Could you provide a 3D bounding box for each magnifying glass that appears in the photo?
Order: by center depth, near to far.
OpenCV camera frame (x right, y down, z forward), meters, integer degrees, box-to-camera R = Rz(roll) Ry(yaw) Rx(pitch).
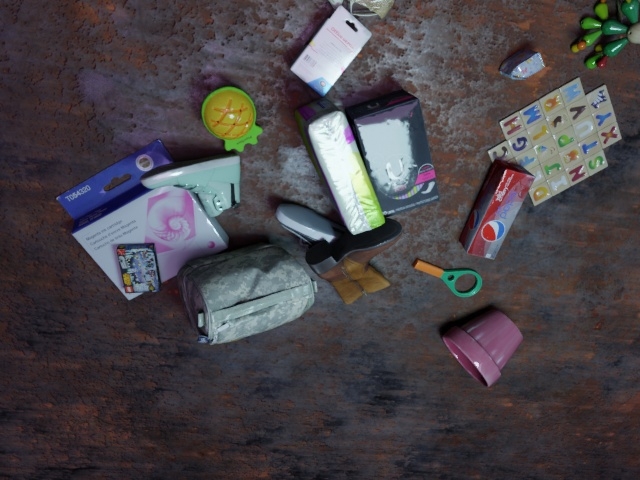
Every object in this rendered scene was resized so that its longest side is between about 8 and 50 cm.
[{"bbox_3d":[0.383,0.106,1.536,0.231,0.026,0.092,20,112,-18],"label":"magnifying glass"}]

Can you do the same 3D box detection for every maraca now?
[{"bbox_3d":[-0.212,-0.291,1.235,0.127,0.099,0.185,-26,141,2],"label":"maraca"}]

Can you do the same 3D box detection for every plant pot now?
[{"bbox_3d":[0.509,0.315,1.568,0.180,0.201,0.201,-39,115,-6],"label":"plant pot"}]

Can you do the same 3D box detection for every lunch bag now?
[{"bbox_3d":[0.495,-0.430,1.262,0.083,0.071,0.053,-30,119,5],"label":"lunch bag"},{"bbox_3d":[-0.192,0.138,1.290,0.305,0.256,0.212,-15,100,-26],"label":"lunch bag"}]

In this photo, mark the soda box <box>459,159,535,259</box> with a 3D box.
[{"bbox_3d":[0.483,-0.083,1.414,0.092,0.083,0.263,13,116,-10],"label":"soda box"}]

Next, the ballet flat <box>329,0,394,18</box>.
[{"bbox_3d":[0.065,-0.552,1.156,0.206,0.073,0.067,13,128,-9],"label":"ballet flat"}]

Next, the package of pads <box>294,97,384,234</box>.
[{"bbox_3d":[0.041,-0.185,1.239,0.101,0.229,0.296,-24,115,0],"label":"package of pads"}]

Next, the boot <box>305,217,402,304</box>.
[{"bbox_3d":[0.132,0.072,1.365,0.264,0.096,0.280,-29,140,12],"label":"boot"}]

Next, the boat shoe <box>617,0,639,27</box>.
[{"bbox_3d":[0.749,-0.584,1.238,0.056,0.048,0.152,-6,112,21],"label":"boat shoe"}]

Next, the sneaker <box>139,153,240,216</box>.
[{"bbox_3d":[-0.304,-0.120,1.249,0.256,0.094,0.151,-17,113,-34],"label":"sneaker"}]

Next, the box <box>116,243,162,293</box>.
[{"bbox_3d":[-0.475,0.075,1.340,0.094,0.027,0.137,-3,118,-4],"label":"box"}]

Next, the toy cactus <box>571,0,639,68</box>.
[{"bbox_3d":[0.712,-0.506,1.209,0.181,0.112,0.218,25,127,24],"label":"toy cactus"}]

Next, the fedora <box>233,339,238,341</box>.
[{"bbox_3d":[-0.273,0.206,1.473,0.195,0.079,0.194,-7,117,-13],"label":"fedora"}]

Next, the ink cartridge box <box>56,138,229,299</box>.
[{"bbox_3d":[-0.465,-0.043,1.338,0.324,0.071,0.330,-28,117,7],"label":"ink cartridge box"}]

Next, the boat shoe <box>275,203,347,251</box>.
[{"bbox_3d":[-0.001,-0.002,1.390,0.306,0.113,0.105,20,119,-32],"label":"boat shoe"}]

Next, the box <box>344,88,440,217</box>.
[{"bbox_3d":[0.182,-0.218,1.287,0.165,0.143,0.270,-19,116,2],"label":"box"}]

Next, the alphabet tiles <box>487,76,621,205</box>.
[{"bbox_3d":[0.642,-0.262,1.394,0.343,0.011,0.285,-30,116,8],"label":"alphabet tiles"}]

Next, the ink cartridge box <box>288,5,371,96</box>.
[{"bbox_3d":[0.022,-0.448,1.202,0.104,0.061,0.181,35,107,-21],"label":"ink cartridge box"}]
